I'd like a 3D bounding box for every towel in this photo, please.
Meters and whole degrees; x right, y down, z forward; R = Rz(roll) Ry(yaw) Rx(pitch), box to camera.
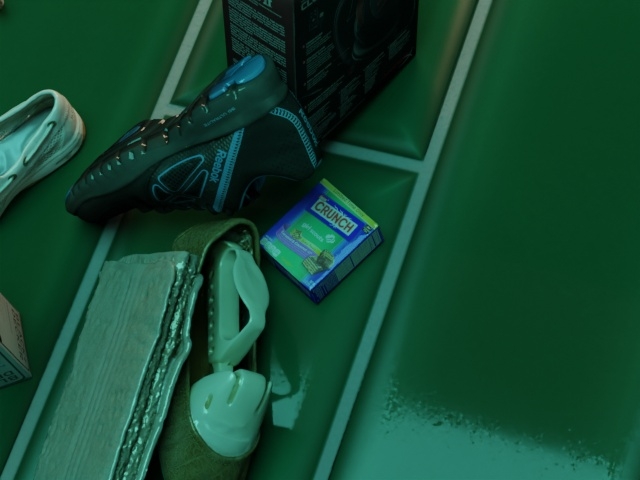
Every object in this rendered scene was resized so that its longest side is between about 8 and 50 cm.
[{"bbox_3d":[-0.211,0.146,1.664,0.187,0.049,0.282,-4,65,57],"label":"towel"}]

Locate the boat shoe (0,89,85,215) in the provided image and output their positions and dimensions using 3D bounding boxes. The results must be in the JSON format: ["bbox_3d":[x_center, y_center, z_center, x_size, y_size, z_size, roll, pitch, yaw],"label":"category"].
[{"bbox_3d":[-0.400,-0.078,1.837,0.277,0.096,0.098,-44,66,-10],"label":"boat shoe"}]

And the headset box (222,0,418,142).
[{"bbox_3d":[0.004,-0.264,1.716,0.110,0.293,0.218,34,62,22],"label":"headset box"}]

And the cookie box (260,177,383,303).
[{"bbox_3d":[0.000,0.000,1.758,0.107,0.040,0.092,-44,65,-11],"label":"cookie box"}]

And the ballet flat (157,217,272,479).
[{"bbox_3d":[-0.100,0.123,1.668,0.124,0.116,0.342,-31,48,45],"label":"ballet flat"}]

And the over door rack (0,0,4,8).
[{"bbox_3d":[-0.575,-0.362,1.980,0.239,0.108,0.324,-34,85,-5],"label":"over door rack"}]

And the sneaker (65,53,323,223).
[{"bbox_3d":[-0.147,-0.072,1.729,0.340,0.140,0.125,-23,22,41],"label":"sneaker"}]

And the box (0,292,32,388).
[{"bbox_3d":[-0.429,0.086,1.662,0.169,0.290,0.087,-18,65,0],"label":"box"}]
